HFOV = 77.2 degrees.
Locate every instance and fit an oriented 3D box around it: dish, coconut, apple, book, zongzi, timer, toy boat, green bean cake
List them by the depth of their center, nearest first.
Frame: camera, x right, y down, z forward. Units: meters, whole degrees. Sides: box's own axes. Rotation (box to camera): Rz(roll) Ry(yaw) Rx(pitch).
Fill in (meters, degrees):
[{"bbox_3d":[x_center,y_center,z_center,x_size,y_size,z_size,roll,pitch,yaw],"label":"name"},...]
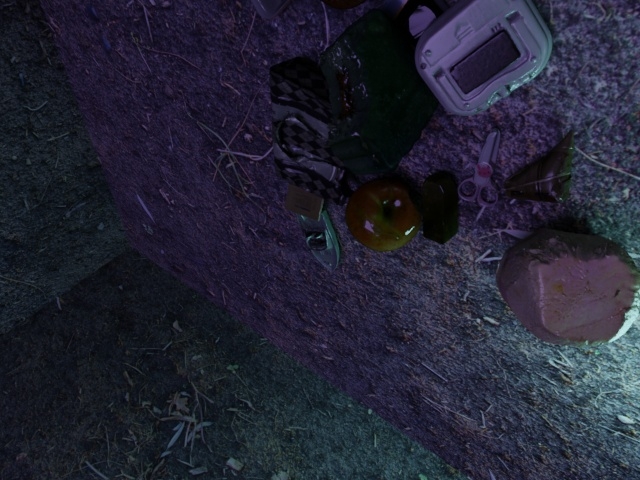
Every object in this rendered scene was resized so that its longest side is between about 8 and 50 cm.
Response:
[{"bbox_3d":[0.361,-0.424,0.904,0.262,0.087,0.237,-31,110,36],"label":"timer"},{"bbox_3d":[0.118,-0.358,1.006,0.308,0.300,0.169,46,159,-25],"label":"green bean cake"},{"bbox_3d":[0.548,-0.192,1.038,0.189,0.081,0.178,17,115,50],"label":"zongzi"},{"bbox_3d":[0.628,0.103,1.050,0.297,0.309,0.298,2,98,15],"label":"coconut"},{"bbox_3d":[-0.121,-0.735,1.119,0.234,0.064,0.154,-15,114,47],"label":"dish"},{"bbox_3d":[0.206,-0.085,1.334,0.246,0.246,0.226,45,172,-2],"label":"apple"},{"bbox_3d":[-0.057,-0.189,1.551,0.167,0.013,0.193,22,111,26],"label":"book"},{"bbox_3d":[0.000,0.000,1.677,0.141,0.092,0.320,-1,124,37],"label":"toy boat"}]

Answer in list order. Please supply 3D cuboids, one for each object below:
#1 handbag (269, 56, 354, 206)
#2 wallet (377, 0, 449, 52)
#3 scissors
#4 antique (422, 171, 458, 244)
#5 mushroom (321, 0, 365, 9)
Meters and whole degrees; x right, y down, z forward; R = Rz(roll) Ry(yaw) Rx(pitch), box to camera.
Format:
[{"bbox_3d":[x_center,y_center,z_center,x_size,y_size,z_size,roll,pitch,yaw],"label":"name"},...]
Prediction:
[{"bbox_3d":[-0.008,-0.328,1.298,0.316,0.180,0.416,36,147,23],"label":"handbag"},{"bbox_3d":[0.247,-0.515,0.988,0.231,0.069,0.170,45,140,-7],"label":"wallet"},{"bbox_3d":[0.461,-0.199,1.121,0.118,0.030,0.242,24,141,25],"label":"scissors"},{"bbox_3d":[0.371,-0.104,1.243,0.081,0.080,0.221,28,141,41],"label":"antique"},{"bbox_3d":[0.038,-0.722,0.888,0.344,0.239,0.345,17,152,9],"label":"mushroom"}]
